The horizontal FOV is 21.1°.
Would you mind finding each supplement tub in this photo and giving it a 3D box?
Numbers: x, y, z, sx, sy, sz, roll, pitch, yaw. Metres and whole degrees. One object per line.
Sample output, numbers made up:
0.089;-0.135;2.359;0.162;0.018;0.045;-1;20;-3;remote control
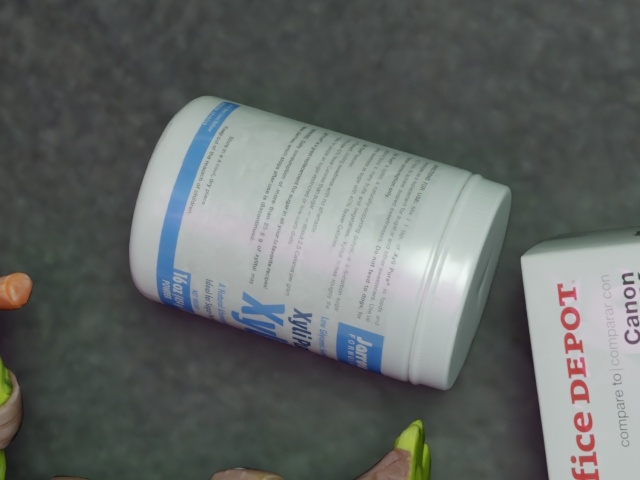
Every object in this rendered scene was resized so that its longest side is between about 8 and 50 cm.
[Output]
0.000;0.000;0.546;0.107;0.071;0.071;18;104;12;supplement tub

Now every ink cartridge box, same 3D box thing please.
0.135;0.042;0.516;0.135;0.056;0.099;-7;94;21;ink cartridge box

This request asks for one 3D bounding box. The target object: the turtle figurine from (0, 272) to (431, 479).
-0.075;0.096;0.555;0.217;0.087;0.270;1;114;10;turtle figurine
